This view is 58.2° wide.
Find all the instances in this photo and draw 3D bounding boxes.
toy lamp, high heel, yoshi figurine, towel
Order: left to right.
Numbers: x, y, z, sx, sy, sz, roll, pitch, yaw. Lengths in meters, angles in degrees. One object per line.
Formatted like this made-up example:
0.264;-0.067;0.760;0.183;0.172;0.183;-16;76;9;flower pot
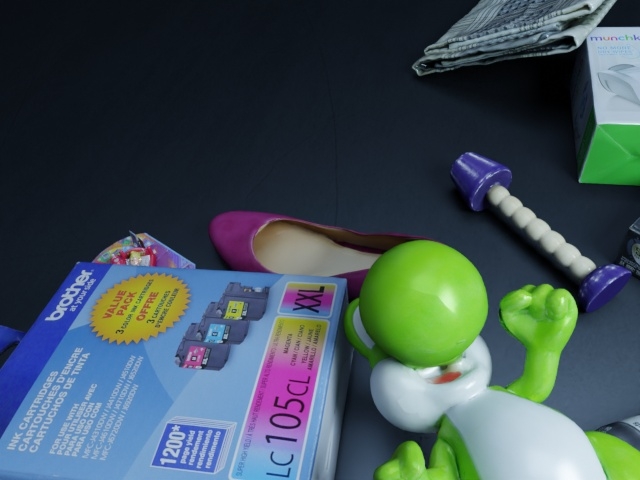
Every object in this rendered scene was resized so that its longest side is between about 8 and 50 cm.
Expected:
0.000;0.000;0.721;0.377;0.181;0.127;19;56;21;high heel
0.135;0.129;0.456;0.362;0.204;0.203;44;112;41;yoshi figurine
0.355;-0.400;0.994;0.312;0.056;0.324;7;45;47;towel
0.278;-0.024;0.773;0.080;0.080;0.274;-27;55;-14;toy lamp

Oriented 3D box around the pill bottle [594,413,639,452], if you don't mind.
0.343;0.218;0.532;0.246;0.130;0.130;-16;51;-5;pill bottle

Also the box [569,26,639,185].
0.522;-0.198;0.849;0.262;0.126;0.231;5;54;13;box

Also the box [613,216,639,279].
0.495;-0.005;0.725;0.180;0.077;0.147;-37;55;-20;box

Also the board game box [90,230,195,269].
-0.267;0.046;0.817;0.169;0.033;0.133;28;60;27;board game box

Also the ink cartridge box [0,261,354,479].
-0.177;0.165;0.610;0.396;0.151;0.270;1;40;11;ink cartridge box
